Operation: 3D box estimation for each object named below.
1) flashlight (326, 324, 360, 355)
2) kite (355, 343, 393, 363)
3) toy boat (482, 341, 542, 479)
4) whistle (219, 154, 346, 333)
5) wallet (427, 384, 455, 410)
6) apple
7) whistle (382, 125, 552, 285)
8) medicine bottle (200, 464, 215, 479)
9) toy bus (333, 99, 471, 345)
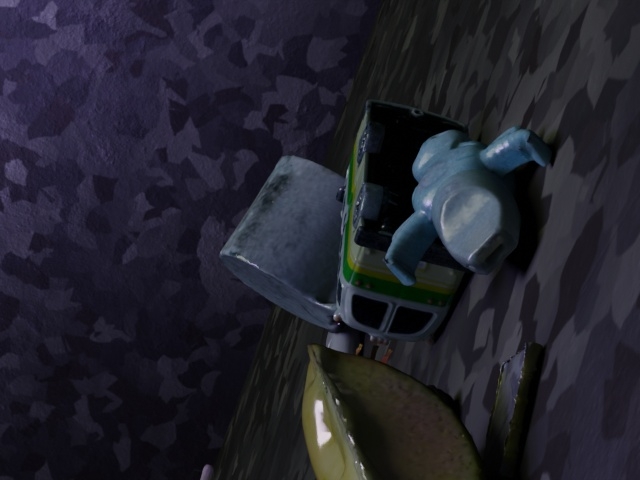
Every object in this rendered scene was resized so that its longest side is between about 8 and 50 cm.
[{"bbox_3d":[0.027,0.164,2.065,0.200,0.048,0.093,-86,17,-64],"label":"flashlight"},{"bbox_3d":[0.024,0.287,1.624,0.204,0.022,0.360,165,114,-79],"label":"kite"},{"bbox_3d":[0.150,0.140,1.220,0.063,0.016,0.115,124,163,-66],"label":"toy boat"},{"bbox_3d":[0.026,0.018,2.028,0.405,0.188,0.168,18,72,51],"label":"whistle"},{"bbox_3d":[0.080,0.252,1.390,0.250,0.044,0.149,-81,17,-56],"label":"wallet"},{"bbox_3d":[0.066,0.217,1.215,0.265,0.120,0.193,-116,19,-56],"label":"apple"},{"bbox_3d":[0.143,-0.036,1.469,0.186,0.093,0.274,-43,16,11],"label":"whistle"},{"bbox_3d":[-0.186,0.517,2.006,0.235,0.236,0.406,117,168,-53],"label":"medicine bottle"},{"bbox_3d":[0.088,-0.022,1.684,0.276,0.134,0.164,-84,10,-56],"label":"toy bus"}]
